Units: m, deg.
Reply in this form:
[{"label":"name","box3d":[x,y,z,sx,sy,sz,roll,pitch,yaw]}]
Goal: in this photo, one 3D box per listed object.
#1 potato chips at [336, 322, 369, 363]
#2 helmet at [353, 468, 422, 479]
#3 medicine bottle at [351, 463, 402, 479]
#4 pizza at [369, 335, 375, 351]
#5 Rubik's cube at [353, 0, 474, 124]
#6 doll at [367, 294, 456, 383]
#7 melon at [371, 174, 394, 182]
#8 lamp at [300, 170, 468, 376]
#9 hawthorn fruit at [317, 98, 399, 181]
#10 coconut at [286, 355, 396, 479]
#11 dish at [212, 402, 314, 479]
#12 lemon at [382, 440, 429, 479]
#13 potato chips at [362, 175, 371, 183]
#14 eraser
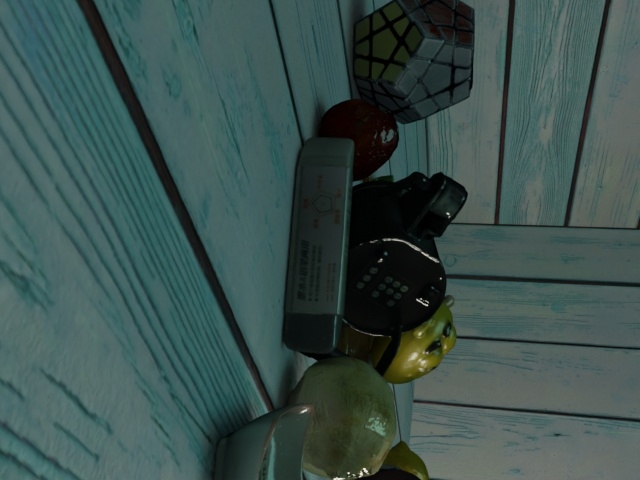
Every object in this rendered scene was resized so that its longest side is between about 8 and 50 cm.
[{"label":"potato chips","box3d":[0.052,0.238,1.438,0.195,0.061,0.208,17,76,-74]},{"label":"helmet","box3d":[0.146,0.656,1.549,0.197,0.270,0.338,28,-52,55]},{"label":"medicine bottle","box3d":[0.136,0.668,1.721,0.135,0.135,0.215,37,56,-75]},{"label":"pizza","box3d":[0.165,0.307,1.994,0.134,0.046,0.175,72,23,-57]},{"label":"Rubik's cube","box3d":[0.218,-0.424,1.610,0.319,0.264,0.319,2,90,-78]},{"label":"doll","box3d":[0.184,0.253,1.620,0.348,0.161,0.423,-51,171,17]},{"label":"melon","box3d":[0.167,-0.120,1.905,0.209,0.064,0.118,4,87,-80]},{"label":"lamp","box3d":[0.102,0.032,1.260,0.374,0.205,0.272,-57,-162,8]},{"label":"hawthorn fruit","box3d":[0.055,-0.171,1.257,0.172,0.148,0.148,-55,157,-15]},{"label":"coconut","box3d":[0.030,0.288,1.094,0.194,0.194,0.195,2,90,-77]},{"label":"dish","box3d":[-0.071,0.282,0.860,0.212,0.077,0.151,27,67,-76]},{"label":"lemon","box3d":[0.213,0.688,1.969,0.187,0.186,0.244,43,55,-74]},{"label":"potato chips","box3d":[0.112,-0.124,1.733,0.037,0.026,0.204,-55,146,-62]},{"label":"eraser","box3d":[0.000,0.000,1.104,0.061,0.089,0.352,46,48,-76]}]
